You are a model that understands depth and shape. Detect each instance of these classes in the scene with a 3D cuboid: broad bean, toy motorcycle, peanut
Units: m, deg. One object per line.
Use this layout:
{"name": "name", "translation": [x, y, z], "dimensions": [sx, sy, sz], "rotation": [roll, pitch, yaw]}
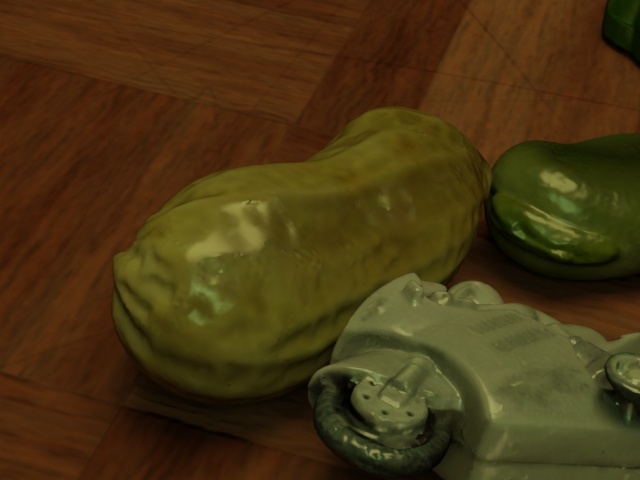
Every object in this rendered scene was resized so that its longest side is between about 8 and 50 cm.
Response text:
{"name": "broad bean", "translation": [0.193, -0.028, 1.017], "dimensions": [0.174, 0.082, 0.124], "rotation": [-11, 41, -20]}
{"name": "toy motorcycle", "translation": [0.109, 0.078, 0.836], "dimensions": [0.260, 0.110, 0.171], "rotation": [3, 32, -20]}
{"name": "peanut", "translation": [0.000, 0.000, 0.912], "dimensions": [0.305, 0.147, 0.147], "rotation": [-25, 47, -37]}

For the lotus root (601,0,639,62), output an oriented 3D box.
{"name": "lotus root", "translation": [0.341, -0.241, 1.250], "dimensions": [0.186, 0.186, 0.186], "rotation": [4, 37, -3]}
